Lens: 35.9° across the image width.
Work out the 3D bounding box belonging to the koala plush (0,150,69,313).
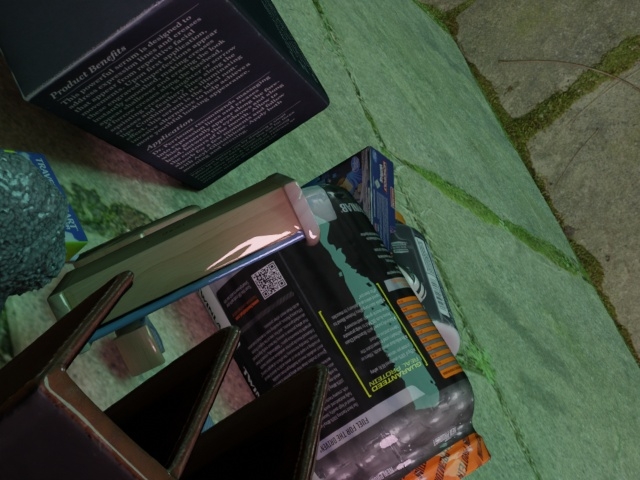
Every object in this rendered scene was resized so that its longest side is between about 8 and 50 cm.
[{"bbox_3d":[-0.286,0.046,0.645,0.196,0.203,0.221,56,40,-43],"label":"koala plush"}]

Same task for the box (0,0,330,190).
[{"bbox_3d":[-0.194,-0.265,1.103,0.293,0.212,0.395,61,10,18],"label":"box"}]

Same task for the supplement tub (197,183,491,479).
[{"bbox_3d":[0.025,0.127,1.062,0.338,0.207,0.207,59,24,14],"label":"supplement tub"}]

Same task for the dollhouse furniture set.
[{"bbox_3d":[-0.061,0.121,0.842,0.286,0.198,0.303,-143,-152,-79],"label":"dollhouse furniture set"}]

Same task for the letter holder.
[{"bbox_3d":[-0.158,0.149,0.564,0.152,0.302,0.214,47,23,-13],"label":"letter holder"}]

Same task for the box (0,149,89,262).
[{"bbox_3d":[-0.291,-0.031,0.903,0.109,0.042,0.178,60,25,15],"label":"box"}]

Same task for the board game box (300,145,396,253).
[{"bbox_3d":[0.000,0.000,1.266,0.060,0.194,0.194,31,51,-47],"label":"board game box"}]

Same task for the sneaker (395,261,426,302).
[{"bbox_3d":[0.020,0.066,1.301,0.228,0.132,0.086,25,-17,48],"label":"sneaker"}]

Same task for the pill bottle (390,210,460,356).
[{"bbox_3d":[0.105,0.066,1.400,0.130,0.130,0.246,34,29,-38],"label":"pill bottle"}]
